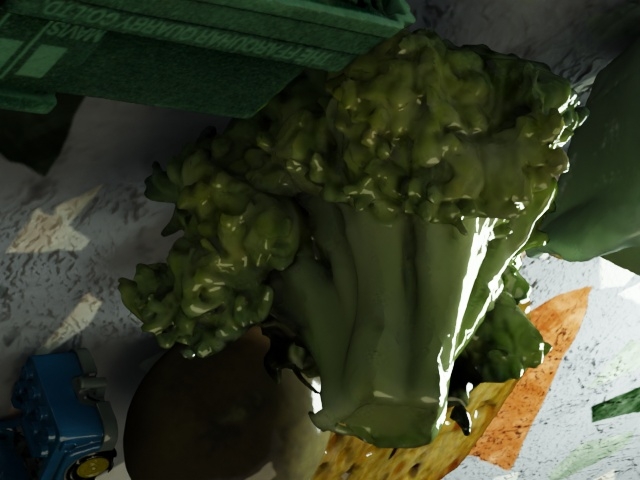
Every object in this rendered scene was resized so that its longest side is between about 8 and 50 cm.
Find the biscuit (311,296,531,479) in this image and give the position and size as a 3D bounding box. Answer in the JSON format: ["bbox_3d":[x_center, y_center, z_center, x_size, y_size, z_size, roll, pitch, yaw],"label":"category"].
[{"bbox_3d":[0.069,0.173,1.683,0.359,0.046,0.359,-32,148,-24],"label":"biscuit"}]

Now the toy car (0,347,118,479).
[{"bbox_3d":[-0.238,0.175,1.445,0.100,0.097,0.191,-2,139,-31],"label":"toy car"}]

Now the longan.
[{"bbox_3d":[-0.077,0.158,1.483,0.187,0.167,0.167,-42,147,18],"label":"longan"}]

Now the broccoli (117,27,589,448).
[{"bbox_3d":[0.057,0.017,1.227,0.293,0.280,0.348,35,135,-29],"label":"broccoli"}]

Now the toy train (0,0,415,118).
[{"bbox_3d":[-0.104,-0.161,1.050,0.330,0.138,0.178,5,144,-47],"label":"toy train"}]

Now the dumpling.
[{"bbox_3d":[0.318,-0.063,1.444,0.321,0.211,0.270,1,130,-27],"label":"dumpling"}]

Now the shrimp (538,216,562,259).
[{"bbox_3d":[0.227,-0.031,1.580,0.095,0.045,0.162,-39,146,15],"label":"shrimp"}]
